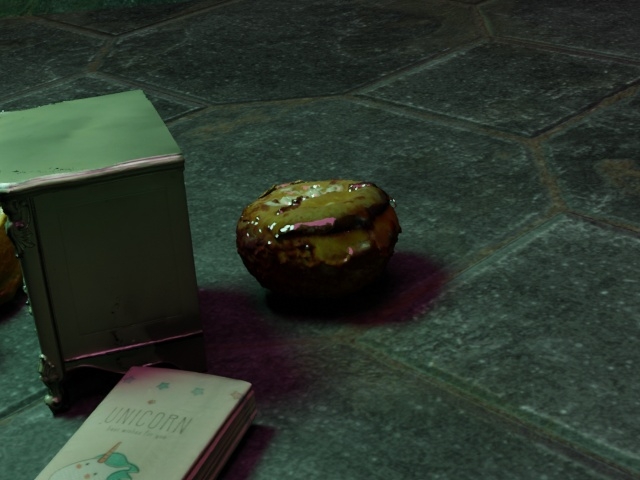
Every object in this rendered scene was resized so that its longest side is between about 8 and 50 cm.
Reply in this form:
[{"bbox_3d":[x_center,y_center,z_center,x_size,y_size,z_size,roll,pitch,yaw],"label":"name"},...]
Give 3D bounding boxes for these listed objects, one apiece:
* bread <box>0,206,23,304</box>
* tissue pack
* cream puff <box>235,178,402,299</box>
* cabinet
[{"bbox_3d":[-0.535,0.053,1.570,0.260,0.129,0.134,-26,41,-31],"label":"bread"},{"bbox_3d":[-0.207,0.256,1.155,0.170,0.071,0.325,2,27,20],"label":"tissue pack"},{"bbox_3d":[0.001,0.000,1.526,0.240,0.164,0.240,-8,12,2],"label":"cream puff"},{"bbox_3d":[-0.301,0.004,1.406,0.227,0.318,0.290,-12,28,-16],"label":"cabinet"}]
